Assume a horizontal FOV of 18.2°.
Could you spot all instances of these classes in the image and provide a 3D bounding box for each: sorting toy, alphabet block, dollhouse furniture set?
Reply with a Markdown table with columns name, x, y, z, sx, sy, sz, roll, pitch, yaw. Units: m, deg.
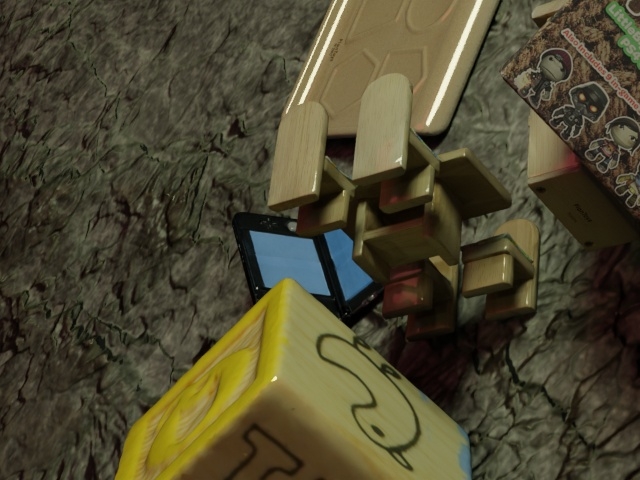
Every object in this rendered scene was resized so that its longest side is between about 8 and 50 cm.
| name | x | y | z | sx | sy | sz | roll | pitch | yaw |
| --- | --- | --- | --- | --- | --- | --- | --- | --- | --- |
| sorting toy | 0.072 | -0.177 | 1.844 | 0.208 | 0.038 | 0.193 | 4 | 66 | 48 |
| alphabet block | -0.021 | 0.182 | 1.460 | 0.193 | 0.197 | 0.192 | -45 | 14 | 16 |
| dollhouse furniture set | 0.115 | -0.063 | 1.527 | 0.242 | 0.212 | 0.161 | -15 | 51 | 30 |

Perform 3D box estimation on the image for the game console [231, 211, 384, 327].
| name | x | y | z | sx | sy | sz | roll | pitch | yaw |
| --- | --- | --- | --- | --- | --- | --- | --- | --- | --- |
| game console | 0.000 | 0.000 | 1.741 | 0.144 | 0.124 | 0.085 | -108 | 32 | -51 |

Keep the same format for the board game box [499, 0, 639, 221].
| name | x | y | z | sx | sy | sz | roll | pitch | yaw |
| --- | --- | --- | --- | --- | --- | --- | --- | --- | --- |
| board game box | 0.295 | -0.185 | 1.329 | 0.291 | 0.141 | 0.232 | -45 | -3 | 33 |
